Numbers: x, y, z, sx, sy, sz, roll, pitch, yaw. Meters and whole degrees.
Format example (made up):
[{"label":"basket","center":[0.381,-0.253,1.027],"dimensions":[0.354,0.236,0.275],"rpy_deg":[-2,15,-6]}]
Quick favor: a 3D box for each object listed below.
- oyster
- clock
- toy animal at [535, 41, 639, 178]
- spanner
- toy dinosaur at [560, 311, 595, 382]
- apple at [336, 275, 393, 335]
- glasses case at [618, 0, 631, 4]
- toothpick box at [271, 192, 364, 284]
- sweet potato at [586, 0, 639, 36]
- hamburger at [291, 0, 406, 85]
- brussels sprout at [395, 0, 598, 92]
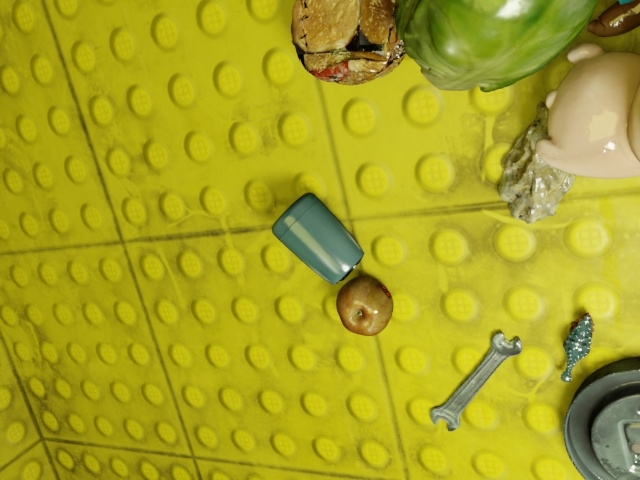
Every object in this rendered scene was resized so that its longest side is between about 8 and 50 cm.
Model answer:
[{"label":"oyster","center":[0.378,-0.119,1.103],"dimensions":[0.133,0.072,0.209],"rpy_deg":[37,124,14]},{"label":"clock","center":[0.619,0.362,1.175],"dimensions":[0.319,0.066,0.318],"rpy_deg":[11,115,24]},{"label":"toy animal","center":[0.500,-0.195,0.883],"dimensions":[0.345,0.247,0.277],"rpy_deg":[12,112,13]},{"label":"spanner","center":[0.320,0.299,1.337],"dimensions":[0.071,0.017,0.301],"rpy_deg":[34,123,12]},{"label":"toy dinosaur","center":[0.479,0.199,1.189],"dimensions":[0.049,0.055,0.154],"rpy_deg":[16,114,18]},{"label":"apple","center":[0.090,0.140,1.341],"dimensions":[0.126,0.102,0.126],"rpy_deg":[11,114,25]},{"label":"glasses case","center":[0.547,-0.431,0.851],"dimensions":[0.301,0.070,0.117],"rpy_deg":[-12,69,35]},{"label":"toothpick box","center":[0.000,0.000,1.324],"dimensions":[0.184,0.120,0.120],"rpy_deg":[44,124,1]},{"label":"sweet potato","center":[0.500,-0.355,0.954],"dimensions":[0.195,0.056,0.056],"rpy_deg":[-15,103,26]},{"label":"hamburger","center":[0.056,-0.392,1.142],"dimensions":[0.231,0.107,0.230],"rpy_deg":[11,113,28]},{"label":"brussels sprout","center":[0.248,-0.368,0.940],"dimensions":[0.354,0.282,0.289],"rpy_deg":[125,137,-61]}]
